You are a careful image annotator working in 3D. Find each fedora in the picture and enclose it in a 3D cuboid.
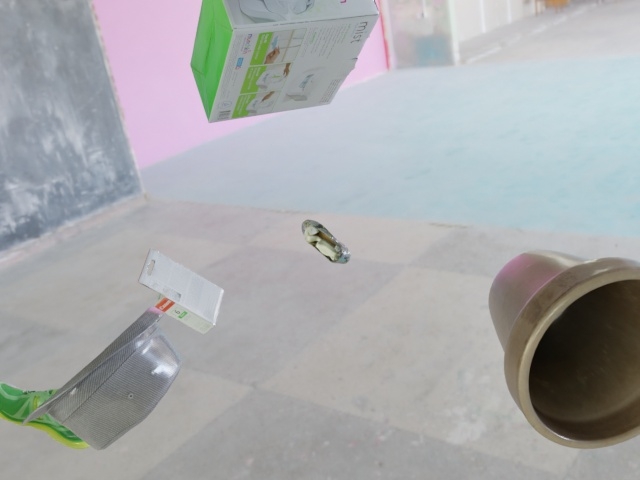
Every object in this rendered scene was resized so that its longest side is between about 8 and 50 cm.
[{"bbox_3d":[-0.323,0.235,1.136,0.275,0.124,0.244,-46,5,-35],"label":"fedora"}]

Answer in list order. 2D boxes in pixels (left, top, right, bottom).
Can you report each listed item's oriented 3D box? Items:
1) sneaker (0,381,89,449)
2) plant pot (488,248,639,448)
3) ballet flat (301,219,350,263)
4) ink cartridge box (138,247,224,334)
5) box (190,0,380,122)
[{"bbox_3d":[-0.676,0.407,1.758,0.296,0.123,0.109,22,8,0],"label":"sneaker"},{"bbox_3d":[0.348,0.120,1.003,0.263,0.263,0.229,-14,23,-8],"label":"plant pot"},{"bbox_3d":[0.000,0.000,1.155,0.041,0.041,0.114,-26,49,-35],"label":"ballet flat"},{"bbox_3d":[-0.182,0.065,0.907,0.029,0.115,0.062,-39,29,35],"label":"ink cartridge box"},{"bbox_3d":[-0.065,-0.310,1.117,0.231,0.126,0.262,-14,-15,-20],"label":"box"}]
